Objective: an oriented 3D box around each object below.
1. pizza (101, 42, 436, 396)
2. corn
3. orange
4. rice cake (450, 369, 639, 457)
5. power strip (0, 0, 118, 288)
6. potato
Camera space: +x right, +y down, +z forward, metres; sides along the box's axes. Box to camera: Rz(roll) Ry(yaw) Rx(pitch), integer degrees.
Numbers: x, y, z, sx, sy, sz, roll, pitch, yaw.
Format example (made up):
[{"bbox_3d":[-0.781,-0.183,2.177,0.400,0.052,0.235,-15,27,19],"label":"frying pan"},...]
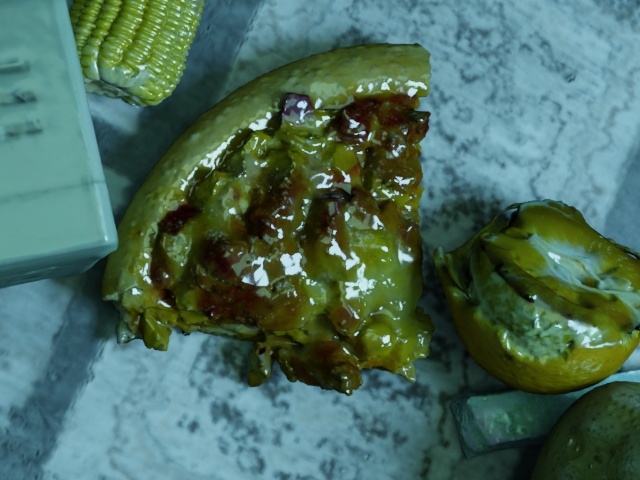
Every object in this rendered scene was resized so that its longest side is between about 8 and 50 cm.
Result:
[{"bbox_3d":[0.000,0.000,1.136,0.289,0.081,0.228,-37,94,-19],"label":"pizza"},{"bbox_3d":[-0.118,-0.172,1.137,0.085,0.063,0.165,10,76,10],"label":"corn"},{"bbox_3d":[0.152,0.044,1.152,0.170,0.160,0.112,3,125,-11],"label":"orange"},{"bbox_3d":[0.195,0.115,1.202,0.211,0.034,0.043,-7,76,-17],"label":"rice cake"},{"bbox_3d":[-0.220,-0.082,1.053,0.140,0.139,0.224,-11,85,-16],"label":"power strip"},{"bbox_3d":[0.220,0.179,1.132,0.194,0.157,0.157,37,70,-45],"label":"potato"}]
